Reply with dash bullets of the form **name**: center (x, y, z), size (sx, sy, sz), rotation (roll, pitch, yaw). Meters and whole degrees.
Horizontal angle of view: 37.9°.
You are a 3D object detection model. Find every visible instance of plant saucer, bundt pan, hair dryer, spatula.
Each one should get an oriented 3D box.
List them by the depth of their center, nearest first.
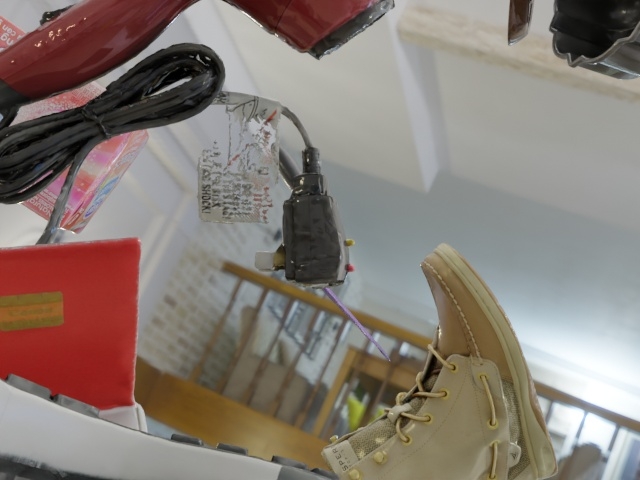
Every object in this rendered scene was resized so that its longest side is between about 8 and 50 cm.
- **hair dryer**: center (-0.073, -0.117, 0.437), size (0.223, 0.293, 0.080), rotation (5, 0, -14)
- **spatula**: center (0.000, 0.000, 0.906), size (0.084, 0.030, 0.296), rotation (50, 13, -48)
- **bundt pan**: center (0.461, -0.362, 1.261), size (0.124, 0.331, 0.331), rotation (23, -14, -16)
- **plant saucer**: center (0.295, -0.365, 1.346), size (0.029, 0.168, 0.168), rotation (7, -20, 13)

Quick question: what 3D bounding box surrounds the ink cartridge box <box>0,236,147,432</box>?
- **ink cartridge box**: center (-0.233, 0.121, 0.461), size (0.296, 0.066, 0.261), rotation (-5, -42, -17)

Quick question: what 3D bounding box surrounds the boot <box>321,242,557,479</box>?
- **boot**: center (0.090, 0.150, 0.866), size (0.095, 0.203, 0.262), rotation (-119, -174, -67)

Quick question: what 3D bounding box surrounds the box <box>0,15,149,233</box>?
- **box**: center (-0.340, -0.148, 0.961), size (0.300, 0.142, 0.154), rotation (35, -6, -6)

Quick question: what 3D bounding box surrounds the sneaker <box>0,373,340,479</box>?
- **sneaker**: center (-0.087, 0.135, 0.340), size (0.283, 0.124, 0.107), rotation (21, -36, -15)
